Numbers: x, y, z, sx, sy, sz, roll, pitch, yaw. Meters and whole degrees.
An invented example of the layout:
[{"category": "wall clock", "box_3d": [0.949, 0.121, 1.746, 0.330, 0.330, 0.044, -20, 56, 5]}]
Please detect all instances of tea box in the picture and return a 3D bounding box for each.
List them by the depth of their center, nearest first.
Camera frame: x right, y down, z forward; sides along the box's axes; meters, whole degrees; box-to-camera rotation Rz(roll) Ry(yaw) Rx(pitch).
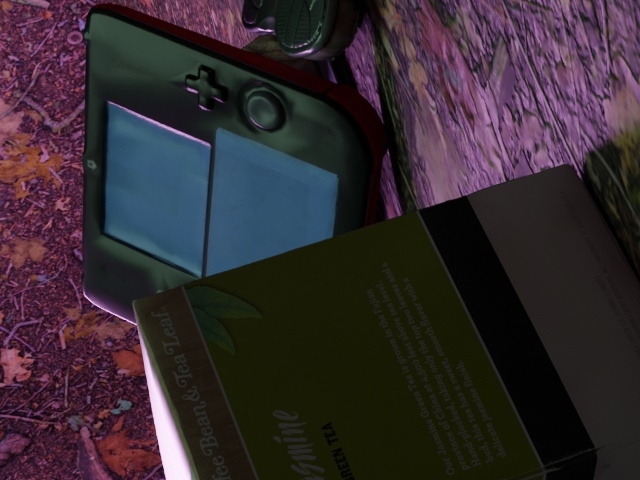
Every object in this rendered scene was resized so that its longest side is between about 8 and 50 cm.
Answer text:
[{"category": "tea box", "box_3d": [0.062, 0.161, 1.307, 0.329, 0.324, 0.220, 86, 163, -56]}]

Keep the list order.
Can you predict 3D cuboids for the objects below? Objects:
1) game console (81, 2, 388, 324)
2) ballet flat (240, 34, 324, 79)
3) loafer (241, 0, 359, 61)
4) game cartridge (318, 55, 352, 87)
[{"category": "game console", "box_3d": [-0.103, -0.031, 1.916, 0.060, 0.342, 0.386, -49, -27, -48]}, {"category": "ballet flat", "box_3d": [-0.066, -0.174, 2.086, 0.316, 0.106, 0.107, -149, 43, -76]}, {"category": "loafer", "box_3d": [-0.002, -0.223, 1.793, 0.267, 0.084, 0.096, -144, 69, -68]}, {"category": "game cartridge", "box_3d": [0.016, -0.168, 1.910, 0.056, 0.017, 0.083, 114, 139, -70]}]
